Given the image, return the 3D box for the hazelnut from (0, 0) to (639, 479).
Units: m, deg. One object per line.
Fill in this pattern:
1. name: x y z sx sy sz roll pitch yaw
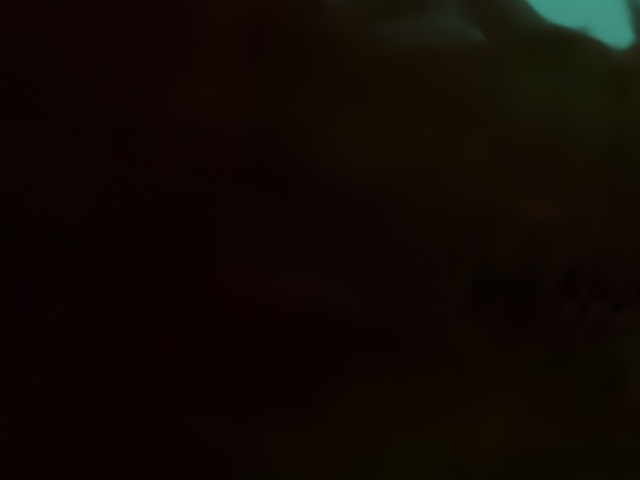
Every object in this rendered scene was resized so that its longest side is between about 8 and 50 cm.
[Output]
1. hazelnut: 0.000 0.000 0.614 0.421 0.352 0.421 7 -21 3
